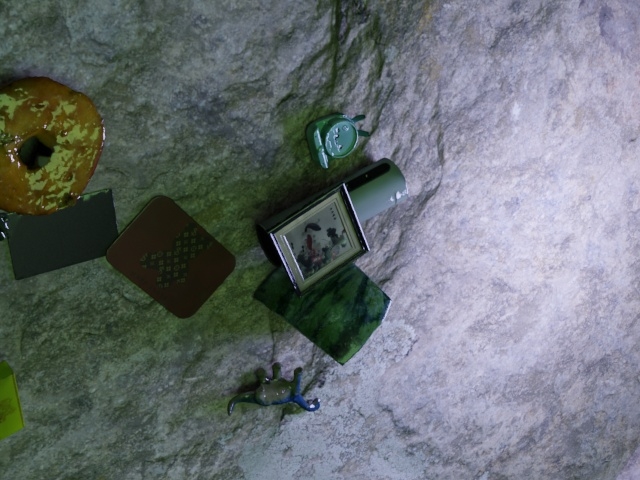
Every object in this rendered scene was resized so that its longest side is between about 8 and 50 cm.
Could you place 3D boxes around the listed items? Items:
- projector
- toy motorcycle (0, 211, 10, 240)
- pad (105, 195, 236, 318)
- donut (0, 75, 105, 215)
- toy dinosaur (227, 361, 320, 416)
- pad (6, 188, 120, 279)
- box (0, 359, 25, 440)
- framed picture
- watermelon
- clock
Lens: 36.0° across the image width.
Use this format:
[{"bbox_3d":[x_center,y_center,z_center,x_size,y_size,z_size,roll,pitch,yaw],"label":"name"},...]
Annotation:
[{"bbox_3d":[0.027,-0.062,2.127,0.337,0.108,0.108,-29,125,-18],"label":"projector"},{"bbox_3d":[-0.630,-0.078,1.634,0.127,0.205,0.275,-48,138,-31],"label":"toy motorcycle"},{"bbox_3d":[-0.303,0.039,2.030,0.181,0.004,0.267,-48,130,-3],"label":"pad"},{"bbox_3d":[-0.506,-0.168,1.732,0.253,0.118,0.253,-14,121,-24],"label":"donut"},{"bbox_3d":[-0.108,0.379,2.284,0.247,0.075,0.188,-28,132,-26],"label":"toy dinosaur"},{"bbox_3d":[-0.492,-0.012,1.887,0.211,0.003,0.143,-16,120,-25],"label":"pad"},{"bbox_3d":[-0.722,0.363,1.832,0.335,0.047,0.187,-27,144,-30],"label":"box"},{"bbox_3d":[0.000,0.000,2.065,0.199,0.010,0.195,-34,128,-15],"label":"framed picture"},{"bbox_3d":[0.022,0.157,2.189,0.213,0.261,0.201,-43,156,-12],"label":"watermelon"},{"bbox_3d":[0.038,-0.223,2.097,0.135,0.041,0.101,-29,125,-18],"label":"clock"}]
